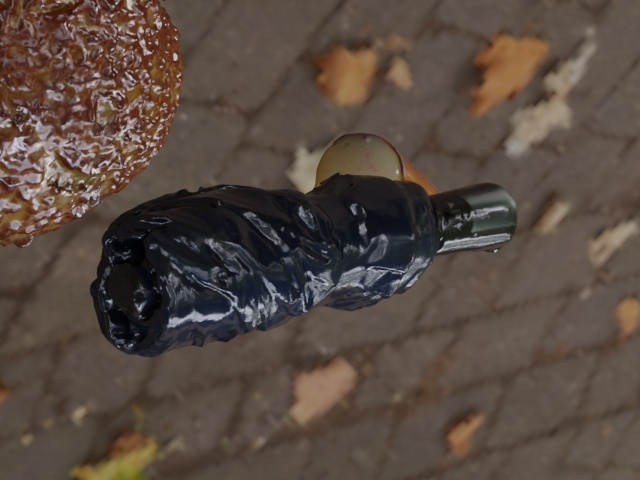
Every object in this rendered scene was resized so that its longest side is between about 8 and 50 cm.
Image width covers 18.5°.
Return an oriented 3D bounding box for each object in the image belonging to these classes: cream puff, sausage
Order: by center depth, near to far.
[{"bbox_3d":[0.058,-0.028,1.558,0.071,0.071,0.234,-47,163,4],"label":"sausage"},{"bbox_3d":[-0.270,-0.115,1.619,0.350,0.229,0.350,-6,157,-3],"label":"cream puff"}]

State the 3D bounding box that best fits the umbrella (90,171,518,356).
[{"bbox_3d":[0.005,-0.004,0.792,0.248,0.071,0.071,-15,138,-47],"label":"umbrella"}]
